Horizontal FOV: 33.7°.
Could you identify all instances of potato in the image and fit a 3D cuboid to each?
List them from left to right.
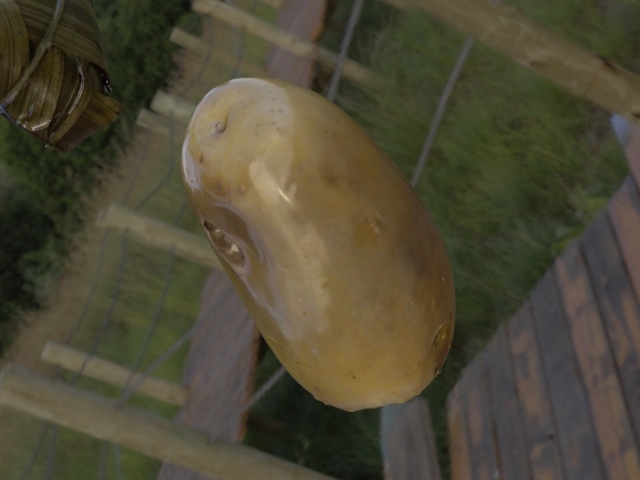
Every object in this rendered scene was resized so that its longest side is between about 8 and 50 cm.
[{"bbox_3d":[0.000,0.000,0.672,0.150,0.233,0.146,-12,22,40],"label":"potato"}]

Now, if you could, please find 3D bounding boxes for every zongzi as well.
[{"bbox_3d":[-0.382,-0.269,1.228,0.134,0.288,0.285,-37,52,22],"label":"zongzi"}]
